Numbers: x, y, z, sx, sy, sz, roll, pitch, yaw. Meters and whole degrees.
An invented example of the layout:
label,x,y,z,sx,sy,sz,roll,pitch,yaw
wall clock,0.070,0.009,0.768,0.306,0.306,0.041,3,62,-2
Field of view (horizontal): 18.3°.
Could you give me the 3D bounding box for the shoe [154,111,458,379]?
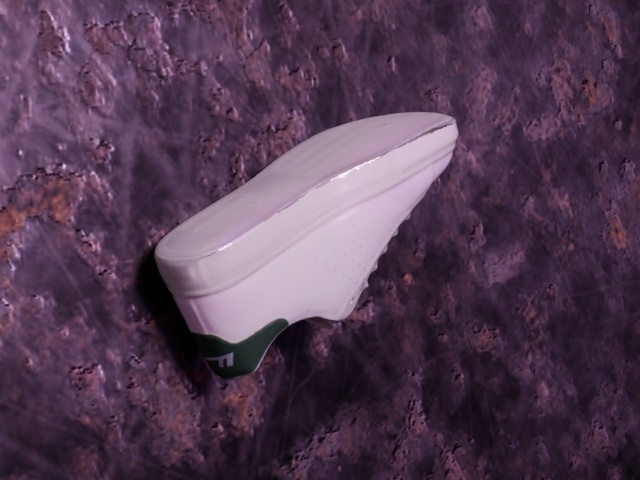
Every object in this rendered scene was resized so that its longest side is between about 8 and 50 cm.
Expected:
label,x,y,z,sx,sy,sz,roll,pitch,yaw
shoe,0.000,0.000,1.374,0.265,0.095,0.110,-29,114,-35
